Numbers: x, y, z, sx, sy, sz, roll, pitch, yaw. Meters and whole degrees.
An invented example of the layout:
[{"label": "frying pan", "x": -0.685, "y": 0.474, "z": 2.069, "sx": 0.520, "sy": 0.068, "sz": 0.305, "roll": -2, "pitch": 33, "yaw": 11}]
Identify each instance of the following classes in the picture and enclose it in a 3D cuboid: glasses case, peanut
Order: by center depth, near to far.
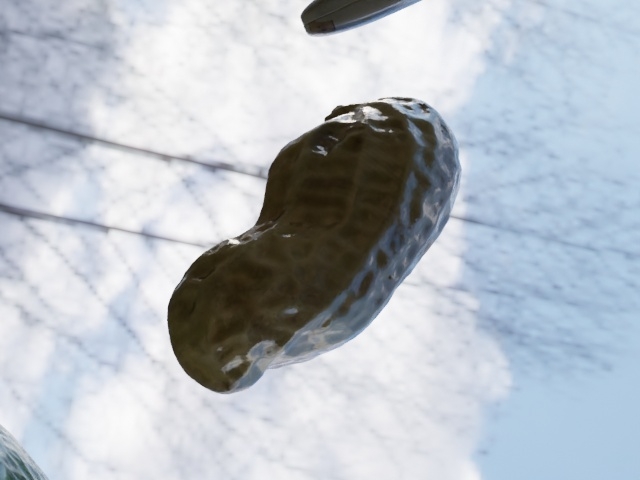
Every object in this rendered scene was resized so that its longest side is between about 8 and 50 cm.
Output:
[{"label": "glasses case", "x": 0.060, "y": -0.204, "z": 1.463, "sx": 0.164, "sy": 0.063, "sz": 0.041, "roll": -24, "pitch": -86, "yaw": 13}, {"label": "peanut", "x": 0.000, "y": 0.000, "z": 1.504, "sx": 0.325, "sy": 0.153, "sz": 0.140, "roll": -43, "pitch": -166, "yaw": -30}]

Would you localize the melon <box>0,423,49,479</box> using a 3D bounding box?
[{"label": "melon", "x": -0.338, "y": 0.147, "z": 1.164, "sx": 0.343, "sy": 0.331, "sz": 0.226, "roll": -137, "pitch": -121, "yaw": -62}]
